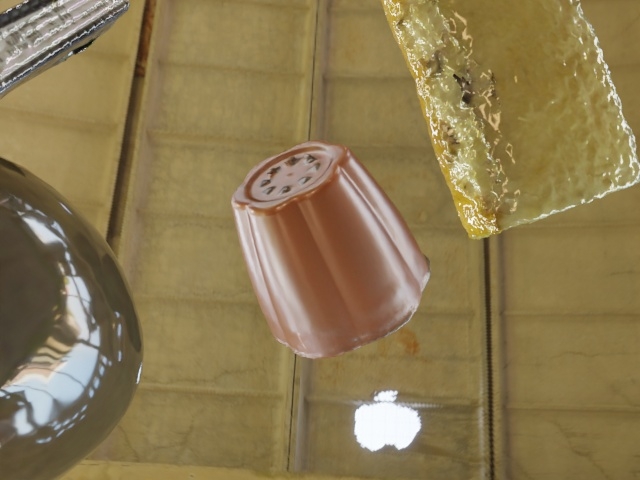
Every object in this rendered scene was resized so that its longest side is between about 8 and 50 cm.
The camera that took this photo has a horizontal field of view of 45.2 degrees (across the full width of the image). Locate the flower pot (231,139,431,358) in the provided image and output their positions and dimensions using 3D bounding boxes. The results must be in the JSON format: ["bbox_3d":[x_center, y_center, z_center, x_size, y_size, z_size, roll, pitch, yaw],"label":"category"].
[{"bbox_3d":[0.000,0.000,0.803,0.190,0.173,0.191,-19,-147,13],"label":"flower pot"}]

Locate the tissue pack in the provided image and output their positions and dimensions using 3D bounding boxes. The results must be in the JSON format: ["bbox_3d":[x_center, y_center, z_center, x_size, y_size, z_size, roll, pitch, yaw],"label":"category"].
[{"bbox_3d":[-0.332,-0.200,0.823,0.073,0.173,0.235,57,-139,-20],"label":"tissue pack"}]

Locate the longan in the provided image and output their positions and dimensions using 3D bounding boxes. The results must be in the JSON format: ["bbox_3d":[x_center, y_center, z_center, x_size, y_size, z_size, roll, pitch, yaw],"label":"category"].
[{"bbox_3d":[-0.250,0.057,0.493,0.258,0.258,0.258,0,-111,-1],"label":"longan"}]

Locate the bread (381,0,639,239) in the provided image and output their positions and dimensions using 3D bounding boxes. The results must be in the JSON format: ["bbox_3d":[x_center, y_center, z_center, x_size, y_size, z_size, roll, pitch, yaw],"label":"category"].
[{"bbox_3d":[0.230,-0.206,0.980,0.236,0.165,0.376,-17,-94,-12],"label":"bread"}]
